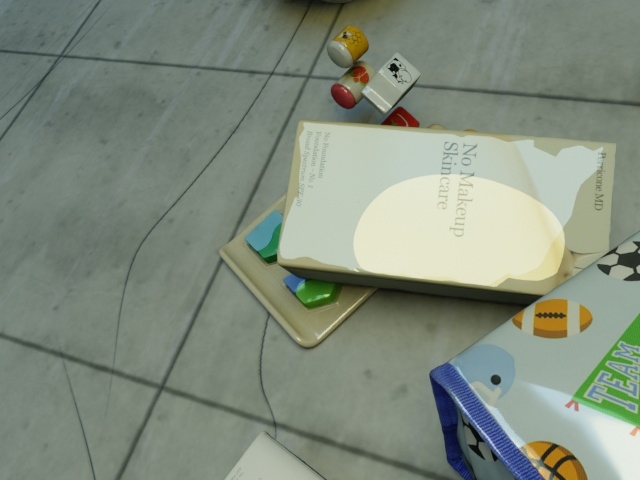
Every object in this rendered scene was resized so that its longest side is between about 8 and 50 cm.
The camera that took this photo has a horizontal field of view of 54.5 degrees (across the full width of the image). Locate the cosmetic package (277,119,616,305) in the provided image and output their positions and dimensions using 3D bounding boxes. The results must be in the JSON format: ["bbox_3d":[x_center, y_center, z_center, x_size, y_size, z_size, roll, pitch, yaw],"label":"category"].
[{"bbox_3d":[0.125,-0.025,0.644,0.309,0.113,0.160,5,80,12],"label":"cosmetic package"}]

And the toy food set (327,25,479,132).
[{"bbox_3d":[0.079,-0.145,0.769,0.232,0.111,0.104,43,76,0],"label":"toy food set"}]

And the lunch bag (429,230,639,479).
[{"bbox_3d":[0.321,0.189,0.428,0.328,0.239,0.385,-34,49,-9],"label":"lunch bag"}]

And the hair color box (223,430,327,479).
[{"bbox_3d":[0.034,0.319,0.471,0.347,0.105,0.174,24,67,40],"label":"hair color box"}]

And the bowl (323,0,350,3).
[{"bbox_3d":[0.023,-0.471,0.970,0.289,0.156,0.289,-7,57,12],"label":"bowl"}]

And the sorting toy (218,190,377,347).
[{"bbox_3d":[0.000,0.000,0.756,0.208,0.038,0.193,-40,57,-10],"label":"sorting toy"}]
